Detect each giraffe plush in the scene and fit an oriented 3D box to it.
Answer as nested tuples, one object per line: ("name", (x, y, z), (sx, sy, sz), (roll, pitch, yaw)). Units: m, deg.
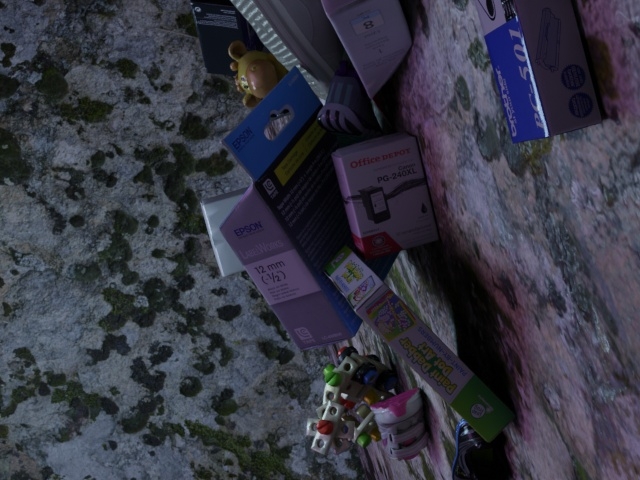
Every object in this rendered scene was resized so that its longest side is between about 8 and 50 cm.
("giraffe plush", (-0.078, -0.325, 1.861), (0.210, 0.170, 0.181), (-159, 53, -82))

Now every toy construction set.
("toy construction set", (0.061, 0.341, 2.074), (0.151, 0.215, 0.327), (38, -175, 18))

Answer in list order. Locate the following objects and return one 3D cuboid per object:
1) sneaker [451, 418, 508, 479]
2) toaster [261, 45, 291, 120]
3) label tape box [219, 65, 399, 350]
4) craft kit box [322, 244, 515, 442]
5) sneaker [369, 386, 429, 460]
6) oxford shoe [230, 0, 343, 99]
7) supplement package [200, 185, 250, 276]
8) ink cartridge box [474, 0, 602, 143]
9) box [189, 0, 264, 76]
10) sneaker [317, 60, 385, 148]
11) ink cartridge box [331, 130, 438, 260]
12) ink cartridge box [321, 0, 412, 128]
("sneaker", (0.221, 0.323, 1.385), (0.078, 0.067, 0.188), (-105, 6, -54))
("toaster", (-0.091, -0.365, 2.138), (0.168, 0.110, 0.186), (114, 139, -79))
("label tape box", (-0.032, -0.049, 1.501), (0.348, 0.115, 0.249), (57, -143, -19))
("craft kit box", (0.121, 0.129, 1.325), (0.250, 0.061, 0.246), (45, -176, -15))
("sneaker", (0.160, 0.354, 1.892), (0.252, 0.103, 0.111), (70, 179, -70))
("oxford shoe", (-0.029, -0.341, 1.533), (0.169, 0.130, 0.449), (38, 175, 30))
("supplement package", (-0.119, -0.047, 2.356), (0.175, 0.293, 0.177), (-143, 38, -79))
("ink cartridge box", (0.157, -0.183, 0.778), (0.097, 0.046, 0.207), (-156, 50, -83))
("box", (-0.155, -0.476, 1.952), (0.184, 0.103, 0.261), (86, -163, -55))
("sneaker", (0.062, -0.187, 1.464), (0.223, 0.083, 0.098), (31, -109, -73))
("ink cartridge box", (0.088, -0.062, 1.368), (0.063, 0.109, 0.150), (-128, 22, -76))
("ink cartridge box", (0.045, -0.352, 1.312), (0.385, 0.091, 0.308), (42, -152, -69))
